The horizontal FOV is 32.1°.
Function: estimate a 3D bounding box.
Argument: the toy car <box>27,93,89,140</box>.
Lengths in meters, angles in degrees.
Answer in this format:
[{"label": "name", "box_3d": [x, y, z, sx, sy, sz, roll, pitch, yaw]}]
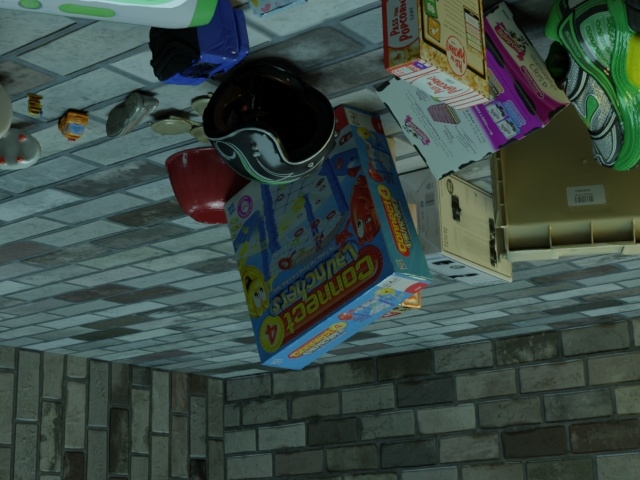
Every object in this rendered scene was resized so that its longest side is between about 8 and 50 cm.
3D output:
[{"label": "toy car", "box_3d": [-0.404, -0.179, 1.676, 0.060, 0.041, 0.122, -14, 161, 38]}]

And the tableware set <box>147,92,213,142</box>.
[{"label": "tableware set", "box_3d": [-0.173, -0.184, 1.726, 0.168, 0.020, 0.141, -14, 162, 34]}]

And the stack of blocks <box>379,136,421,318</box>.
[{"label": "stack of blocks", "box_3d": [0.069, -0.023, 1.813, 0.087, 0.297, 0.171, 11, 159, -37]}]

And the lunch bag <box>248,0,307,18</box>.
[{"label": "lunch bag", "box_3d": [-0.044, -0.291, 1.233, 0.071, 0.083, 0.053, -14, 160, 36]}]

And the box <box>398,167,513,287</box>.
[{"label": "box", "box_3d": [0.257, -0.019, 2.094, 0.087, 0.169, 0.290, -12, 162, 34]}]

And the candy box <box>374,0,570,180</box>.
[{"label": "candy box", "box_3d": [0.196, -0.192, 1.475, 0.071, 0.159, 0.233, -39, -173, -33]}]

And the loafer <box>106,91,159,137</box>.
[{"label": "loafer", "box_3d": [-0.283, -0.184, 1.671, 0.039, 0.045, 0.125, 0, 163, -33]}]

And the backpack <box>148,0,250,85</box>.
[{"label": "backpack", "box_3d": [-0.152, -0.240, 1.379, 0.101, 0.098, 0.120, 6, 162, -39]}]

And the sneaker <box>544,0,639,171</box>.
[{"label": "sneaker", "box_3d": [0.370, -0.216, 1.467, 0.146, 0.134, 0.343, 4, 149, 19]}]

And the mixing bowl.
[{"label": "mixing bowl", "box_3d": [-0.180, -0.087, 1.931, 0.181, 0.098, 0.181, -1, 164, 0]}]

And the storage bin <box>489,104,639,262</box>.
[{"label": "storage bin", "box_3d": [0.390, -0.097, 1.666, 0.262, 0.260, 0.123, -3, 161, 6]}]

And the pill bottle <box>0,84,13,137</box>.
[{"label": "pill bottle", "box_3d": [-0.527, -0.162, 1.596, 0.108, 0.108, 0.193, 10, 161, -36]}]

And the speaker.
[{"label": "speaker", "box_3d": [-0.254, -0.291, 1.127, 0.296, 0.131, 0.131, 4, 164, -18]}]

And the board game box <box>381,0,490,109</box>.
[{"label": "board game box", "box_3d": [0.121, -0.253, 1.184, 0.045, 0.194, 0.146, -13, 160, 35]}]

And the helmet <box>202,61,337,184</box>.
[{"label": "helmet", "box_3d": [-0.066, -0.157, 1.574, 0.169, 0.169, 0.161, -16, 143, 42]}]

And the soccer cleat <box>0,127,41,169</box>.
[{"label": "soccer cleat", "box_3d": [-0.518, -0.141, 1.769, 0.196, 0.068, 0.076, -1, 171, 23]}]

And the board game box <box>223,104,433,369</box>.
[{"label": "board game box", "box_3d": [0.000, 0.000, 1.739, 0.086, 0.302, 0.308, 14, 140, -42]}]
